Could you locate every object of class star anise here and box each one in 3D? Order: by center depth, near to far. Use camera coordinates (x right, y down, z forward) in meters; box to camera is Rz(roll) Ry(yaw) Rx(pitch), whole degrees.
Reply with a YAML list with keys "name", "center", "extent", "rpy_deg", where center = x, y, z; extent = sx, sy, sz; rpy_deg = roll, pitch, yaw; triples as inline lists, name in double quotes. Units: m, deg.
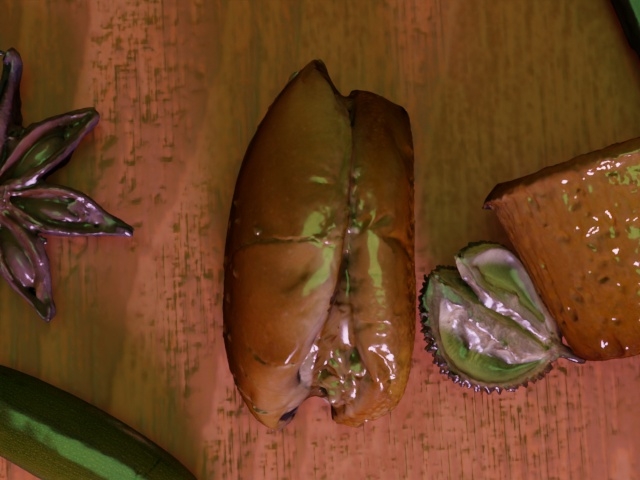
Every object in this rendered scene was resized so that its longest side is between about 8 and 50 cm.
- name: "star anise"
  center: [-0.239, -0.021, 1.053]
  extent: [0.172, 0.063, 0.208]
  rpy_deg: [40, 80, -1]

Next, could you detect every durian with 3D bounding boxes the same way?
- name: "durian"
  center: [0.132, 0.063, 1.048]
  extent: [0.140, 0.071, 0.110]
  rpy_deg: [26, 85, -10]

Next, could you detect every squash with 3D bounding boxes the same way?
- name: "squash"
  center: [-0.171, 0.159, 1.027]
  extent: [0.252, 0.066, 0.066]
  rpy_deg: [29, 83, 0]

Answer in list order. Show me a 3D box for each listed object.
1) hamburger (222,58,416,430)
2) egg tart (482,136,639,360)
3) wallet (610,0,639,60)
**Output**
- name: "hamburger"
  center: [0.000, 0.000, 1.009]
  extent: [0.144, 0.156, 0.283]
  rpy_deg: [2, 85, -1]
- name: "egg tart"
  center: [0.229, 0.002, 0.998]
  extent: [0.202, 0.202, 0.147]
  rpy_deg: [-15, 89, -4]
- name: "wallet"
  center: [0.304, -0.221, 1.105]
  extent: [0.165, 0.042, 0.310]
  rpy_deg: [-23, 85, -7]
